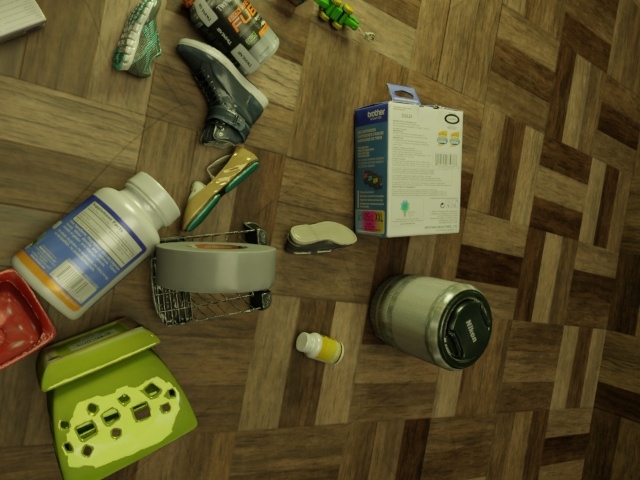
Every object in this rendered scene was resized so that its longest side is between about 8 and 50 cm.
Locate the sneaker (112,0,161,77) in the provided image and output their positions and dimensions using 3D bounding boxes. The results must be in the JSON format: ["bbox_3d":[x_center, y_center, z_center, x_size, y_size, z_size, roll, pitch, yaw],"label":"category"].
[{"bbox_3d":[-0.343,-0.395,0.967,0.076,0.065,0.166,26,83,-49],"label":"sneaker"}]

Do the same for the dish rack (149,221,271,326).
[{"bbox_3d":[-0.233,0.074,1.075,0.271,0.074,0.208,-8,98,-31],"label":"dish rack"}]

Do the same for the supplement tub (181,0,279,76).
[{"bbox_3d":[-0.185,-0.447,1.022,0.190,0.117,0.117,44,71,-29],"label":"supplement tub"}]

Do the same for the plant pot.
[{"bbox_3d":[-0.387,0.271,0.905,0.228,0.227,0.207,-20,100,-30],"label":"plant pot"}]

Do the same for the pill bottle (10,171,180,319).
[{"bbox_3d":[-0.398,0.000,0.907,0.272,0.152,0.152,-46,117,-22],"label":"pill bottle"}]

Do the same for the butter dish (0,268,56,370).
[{"bbox_3d":[-0.556,0.153,0.838,0.160,0.118,0.160,-31,110,-27],"label":"butter dish"}]

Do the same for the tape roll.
[{"bbox_3d":[-0.194,0.045,0.924,0.219,0.219,0.072,1,95,-34],"label":"tape roll"}]

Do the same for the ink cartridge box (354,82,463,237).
[{"bbox_3d":[0.234,-0.213,1.303,0.270,0.151,0.395,-4,98,-34],"label":"ink cartridge box"}]

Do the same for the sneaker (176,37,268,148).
[{"bbox_3d":[-0.229,-0.293,1.028,0.226,0.086,0.163,36,73,-31],"label":"sneaker"}]

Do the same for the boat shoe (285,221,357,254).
[{"bbox_3d":[0.000,0.000,1.238,0.206,0.075,0.065,-2,139,-39],"label":"boat shoe"}]

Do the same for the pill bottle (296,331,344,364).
[{"bbox_3d":[-0.002,0.270,1.248,0.116,0.065,0.065,26,81,-33],"label":"pill bottle"}]

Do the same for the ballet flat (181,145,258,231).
[{"bbox_3d":[-0.232,-0.116,1.065,0.073,0.080,0.232,42,67,0],"label":"ballet flat"}]

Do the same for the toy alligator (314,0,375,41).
[{"bbox_3d":[0.057,-0.553,1.215,0.190,0.056,0.051,20,43,-33],"label":"toy alligator"}]

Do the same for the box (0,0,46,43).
[{"bbox_3d":[-0.611,-0.318,0.786,0.324,0.063,0.067,-38,115,-25],"label":"box"}]

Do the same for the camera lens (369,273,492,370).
[{"bbox_3d":[0.293,0.208,1.310,0.219,0.274,0.219,-4,97,-33],"label":"camera lens"}]

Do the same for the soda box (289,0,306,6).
[{"bbox_3d":[-0.029,-0.641,1.142,0.063,0.058,0.183,29,80,-32],"label":"soda box"}]
